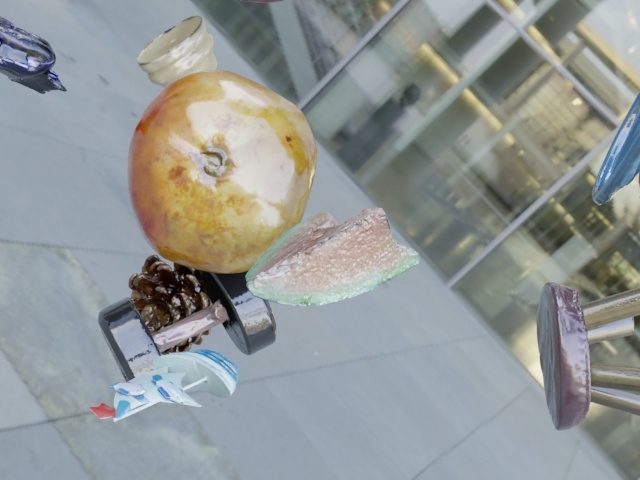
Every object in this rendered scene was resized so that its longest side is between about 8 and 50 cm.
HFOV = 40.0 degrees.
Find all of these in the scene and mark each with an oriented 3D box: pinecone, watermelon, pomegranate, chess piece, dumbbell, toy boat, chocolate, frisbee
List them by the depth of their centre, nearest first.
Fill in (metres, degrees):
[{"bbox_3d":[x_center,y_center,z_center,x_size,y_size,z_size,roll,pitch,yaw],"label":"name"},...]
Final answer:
[{"bbox_3d":[-0.004,0.009,0.789,0.101,0.155,0.080,42,-22,35],"label":"watermelon"},{"bbox_3d":[-0.153,0.141,0.847,0.105,0.149,0.034,29,-52,57],"label":"toy boat"},{"bbox_3d":[-0.124,-0.088,1.123,0.229,0.251,0.270,8,5,-3],"label":"pomegranate"},{"bbox_3d":[0.451,-0.170,1.170,0.049,0.289,0.289,28,9,8],"label":"frisbee"},{"bbox_3d":[-0.492,-0.306,1.203,0.343,0.148,0.126,40,53,-28],"label":"chocolate"},{"bbox_3d":[-0.186,0.121,1.237,0.152,0.218,0.152,55,-18,28],"label":"dumbbell"},{"bbox_3d":[-0.245,0.104,1.446,0.150,0.179,0.195,18,10,-3],"label":"pinecone"},{"bbox_3d":[-0.194,-0.236,1.590,0.307,0.124,0.138,59,16,-32],"label":"chess piece"}]

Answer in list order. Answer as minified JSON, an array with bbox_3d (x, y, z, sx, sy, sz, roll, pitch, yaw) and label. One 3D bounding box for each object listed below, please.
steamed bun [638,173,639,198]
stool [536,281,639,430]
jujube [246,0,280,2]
[{"bbox_3d":[0.780,-0.195,1.707,0.235,0.248,0.379,35,58,-32],"label":"steamed bun"},{"bbox_3d":[0.500,0.207,1.602,0.272,0.179,0.271,-4,90,-83],"label":"stool"},{"bbox_3d":[-0.141,-0.475,1.317,0.318,0.223,0.223,12,32,-41],"label":"jujube"}]
